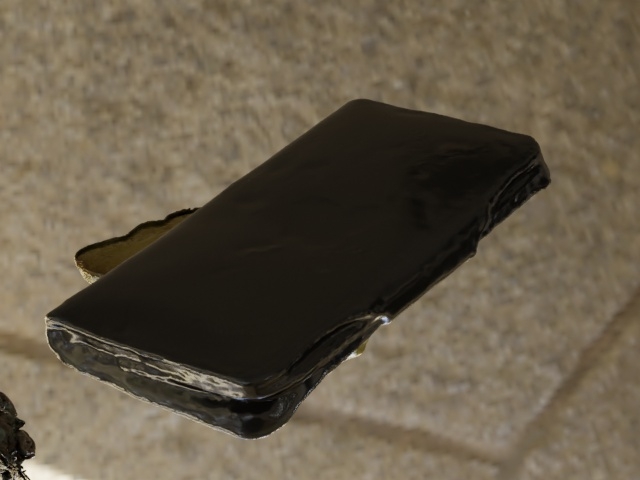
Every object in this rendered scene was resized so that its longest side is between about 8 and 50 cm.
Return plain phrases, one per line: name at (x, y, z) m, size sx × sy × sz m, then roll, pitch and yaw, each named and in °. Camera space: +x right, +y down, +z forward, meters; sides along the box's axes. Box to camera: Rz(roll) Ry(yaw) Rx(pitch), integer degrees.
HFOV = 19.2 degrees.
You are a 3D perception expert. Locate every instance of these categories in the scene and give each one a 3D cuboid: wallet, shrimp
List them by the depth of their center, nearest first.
wallet at (0.000, 0.000, 1.314) m, size 0.197 × 0.377 × 0.051 m, roll 17°, pitch 128°, yaw 32°
shrimp at (-0.308, 0.200, 1.815) m, size 0.079 × 0.233 × 0.090 m, roll -31°, pitch 113°, yaw -15°

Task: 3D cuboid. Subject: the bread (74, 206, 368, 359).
bread at (-0.068, 0.049, 1.501) m, size 0.161 × 0.233 × 0.088 m, roll -29°, pitch 127°, yaw -40°
